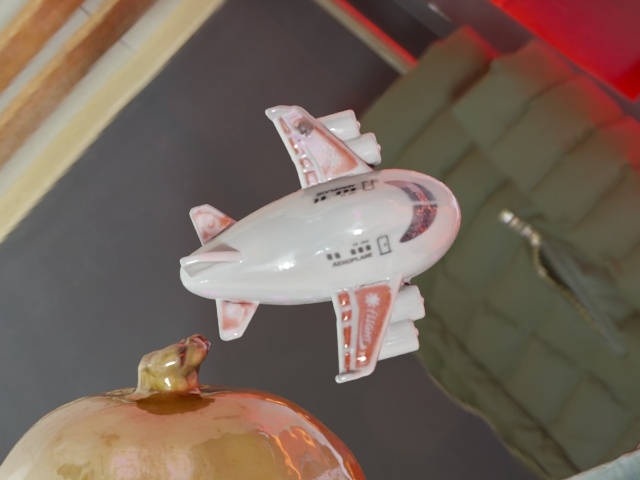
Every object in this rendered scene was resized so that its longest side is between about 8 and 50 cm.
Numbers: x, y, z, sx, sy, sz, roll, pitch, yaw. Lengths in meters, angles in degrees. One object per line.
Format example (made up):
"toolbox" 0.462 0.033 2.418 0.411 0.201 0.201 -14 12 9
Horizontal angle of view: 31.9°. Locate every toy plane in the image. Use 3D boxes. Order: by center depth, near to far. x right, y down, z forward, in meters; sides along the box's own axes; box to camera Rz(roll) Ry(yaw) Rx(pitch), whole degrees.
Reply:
"toy plane" 0.000 0.001 0.980 0.252 0.252 0.118 -39 170 -8

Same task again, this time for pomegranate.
"pomegranate" -0.138 0.293 1.113 0.411 0.411 0.411 -29 146 -23

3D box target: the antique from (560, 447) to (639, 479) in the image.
"antique" 0.168 0.132 0.499 0.183 0.086 0.088 -30 158 26

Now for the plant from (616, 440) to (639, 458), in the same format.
"plant" 0.339 0.210 0.753 0.188 0.276 0.199 -50 177 -8
